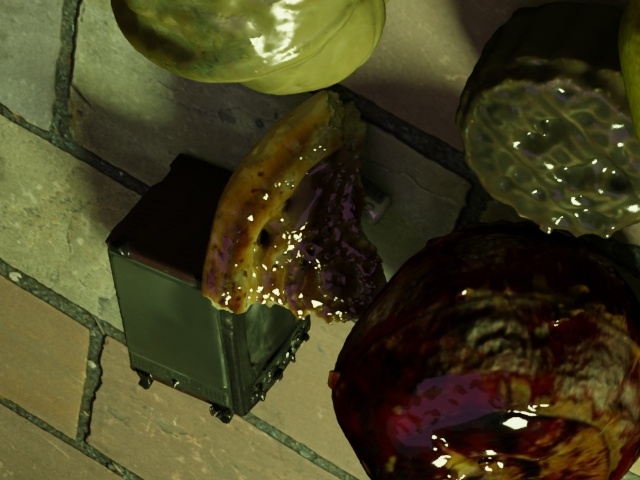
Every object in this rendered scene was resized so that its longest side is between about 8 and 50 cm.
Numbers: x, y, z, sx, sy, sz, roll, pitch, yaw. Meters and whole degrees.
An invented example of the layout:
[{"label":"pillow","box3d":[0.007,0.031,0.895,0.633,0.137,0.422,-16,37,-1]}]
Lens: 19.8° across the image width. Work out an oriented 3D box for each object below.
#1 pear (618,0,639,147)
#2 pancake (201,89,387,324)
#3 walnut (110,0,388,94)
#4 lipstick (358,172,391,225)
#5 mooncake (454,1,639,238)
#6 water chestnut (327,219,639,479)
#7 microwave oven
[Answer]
[{"label":"pear","box3d":[0.374,-0.099,1.465,0.307,0.253,0.253,53,145,6]},{"label":"pancake","box3d":[0.000,0.000,1.943,0.244,0.057,0.266,40,103,-16]},{"label":"walnut","box3d":[-0.067,-0.266,1.653,0.277,0.282,0.253,20,103,33]},{"label":"lipstick","box3d":[0.013,-0.071,1.982,0.141,0.040,0.040,37,145,1]},{"label":"mooncake","box3d":[0.237,-0.105,1.680,0.228,0.124,0.228,22,141,19]},{"label":"water chestnut","box3d":[0.173,0.116,1.868,0.350,0.302,0.350,-4,136,-4]},{"label":"microwave oven","box3d":[-0.121,0.058,2.125,0.188,0.178,0.247,24,143,23]}]
